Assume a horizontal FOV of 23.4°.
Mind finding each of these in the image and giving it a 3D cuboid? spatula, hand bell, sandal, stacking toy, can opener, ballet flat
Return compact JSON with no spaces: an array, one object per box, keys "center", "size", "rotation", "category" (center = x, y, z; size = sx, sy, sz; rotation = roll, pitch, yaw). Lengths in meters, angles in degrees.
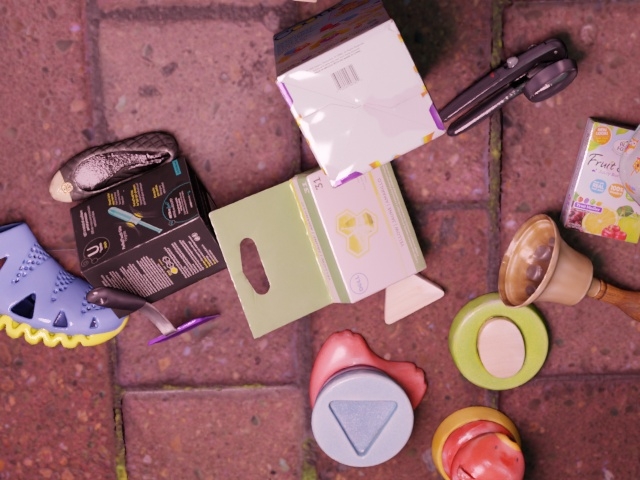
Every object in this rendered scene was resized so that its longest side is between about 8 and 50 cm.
[{"center":[-0.209,0.090,1.876],"size":[0.084,0.296,0.030],"rotation":[-26,68,13],"category":"spatula"},{"center":[0.362,0.067,1.980],"size":[0.242,0.126,0.126],"rotation":[22,105,-20],"category":"hand bell"},{"center":[-0.387,0.039,1.926],"size":[0.317,0.126,0.138],"rotation":[17,102,-9],"category":"sandal"},{"center":[0.152,0.194,1.984],"size":[0.309,0.130,0.279],"rotation":[20,106,-8],"category":"stacking toy"},{"center":[0.226,-0.190,1.908],"size":[0.186,0.073,0.059],"rotation":[-26,114,15],"category":"can opener"},{"center":[-0.259,-0.092,1.924],"size":[0.173,0.049,0.057],"rotation":[-22,106,5],"category":"ballet flat"}]

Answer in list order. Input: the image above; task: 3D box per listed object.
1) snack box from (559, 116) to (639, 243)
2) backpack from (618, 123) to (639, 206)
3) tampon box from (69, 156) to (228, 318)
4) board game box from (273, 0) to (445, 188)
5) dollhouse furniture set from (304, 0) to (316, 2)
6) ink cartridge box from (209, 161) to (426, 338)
[{"center":[0.370,-0.075,1.956],"size":[0.100,0.037,0.141],"rotation":[12,105,-7],"category":"snack box"},{"center":[0.464,-0.080,1.880],"size":[0.166,0.144,0.188],"rotation":[-48,118,1],"category":"backpack"},{"center":[-0.209,-0.003,1.901],"size":[0.161,0.120,0.101],"rotation":[-24,135,6],"category":"tampon box"},{"center":[0.039,-0.183,1.788],"size":[0.144,0.275,0.142],"rotation":[-26,106,6],"category":"board game box"},{"center":[-0.199,-0.394,1.669],"size":[0.303,0.355,0.173],"rotation":[-3,113,-42],"category":"dollhouse furniture set"},{"center":[0.000,0.000,1.891],"size":[0.235,0.056,0.171],"rotation":[-24,100,-29],"category":"ink cartridge box"}]
